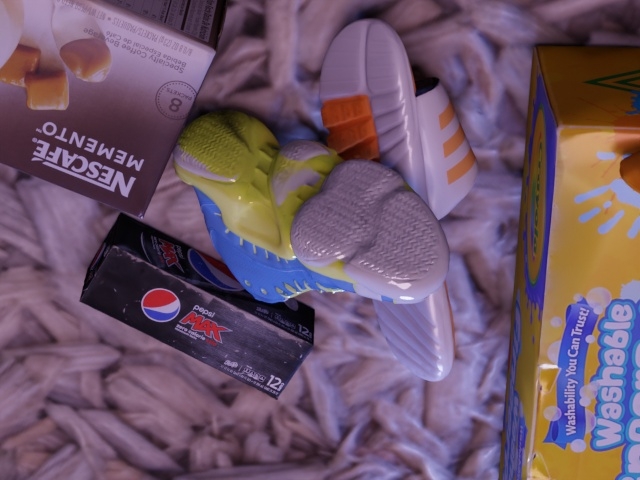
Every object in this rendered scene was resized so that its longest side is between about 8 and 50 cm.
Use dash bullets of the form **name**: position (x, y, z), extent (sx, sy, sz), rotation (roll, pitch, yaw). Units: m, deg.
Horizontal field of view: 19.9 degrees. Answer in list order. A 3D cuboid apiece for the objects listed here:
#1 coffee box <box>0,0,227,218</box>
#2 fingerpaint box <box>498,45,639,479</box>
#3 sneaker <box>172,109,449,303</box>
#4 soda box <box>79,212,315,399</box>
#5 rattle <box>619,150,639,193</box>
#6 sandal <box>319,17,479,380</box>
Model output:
- **coffee box**: position (-0.204, -0.135, 1.227), extent (0.246, 0.098, 0.141), rotation (23, 117, -10)
- **fingerpaint box**: position (0.323, 0.094, 1.304), extent (0.371, 0.163, 0.445), rotation (1, 117, 0)
- **sneaker**: position (0.000, 0.000, 1.260), extent (0.091, 0.240, 0.126), rotation (-37, 140, -23)
- **soda box**: position (-0.089, 0.048, 1.351), extent (0.169, 0.053, 0.060), rotation (27, 115, -14)
- **rattle**: position (0.286, 0.027, 1.142), extent (0.143, 0.130, 0.199), rotation (-15, 141, 19)
- **sandal**: position (0.068, -0.034, 1.283), extent (0.076, 0.102, 0.265), rotation (-23, 112, -29)
